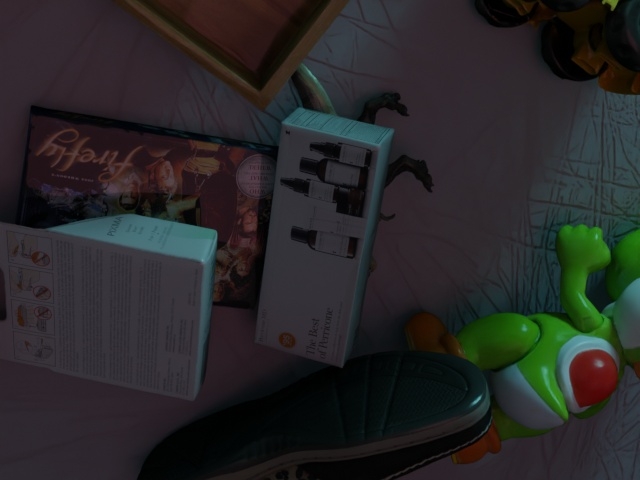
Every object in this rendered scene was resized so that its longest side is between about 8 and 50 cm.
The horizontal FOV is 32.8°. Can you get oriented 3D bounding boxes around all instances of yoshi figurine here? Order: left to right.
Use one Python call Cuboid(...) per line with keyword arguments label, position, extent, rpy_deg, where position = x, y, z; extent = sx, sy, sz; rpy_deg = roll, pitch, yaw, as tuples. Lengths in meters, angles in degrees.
Cuboid(label="yoshi figurine", position=(0.280, 0.092, 1.165), extent=(0.362, 0.203, 0.203), rpy_deg=(-20, 71, 7))

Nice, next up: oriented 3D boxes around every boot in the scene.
Cuboid(label="boot", position=(0.033, 0.283, 1.119), extent=(0.377, 0.138, 0.284), rpy_deg=(-21, 115, 15))

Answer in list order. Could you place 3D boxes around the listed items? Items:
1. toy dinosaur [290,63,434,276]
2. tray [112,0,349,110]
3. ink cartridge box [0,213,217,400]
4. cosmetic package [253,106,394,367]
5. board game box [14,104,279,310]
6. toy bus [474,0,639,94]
Cuboid(label="toy dinosaur", position=(0.040, -0.084, 1.081), extent=(0.118, 0.064, 0.268), rpy_deg=(-18, 107, -1))
Cuboid(label="tray", position=(-0.152, -0.315, 0.915), extent=(0.411, 0.076, 0.203), rpy_deg=(35, 105, -15))
Cuboid(label="ink cartridge box", position=(-0.215, 0.053, 1.030), extent=(0.225, 0.056, 0.181), rpy_deg=(12, 128, 4))
Cuboid(label="cosmetic package", position=(0.000, 0.000, 1.057), extent=(0.099, 0.060, 0.239), rpy_deg=(15, 116, 14))
Cuboid(label="board game box", position=(-0.168, -0.028, 1.054), extent=(0.243, 0.042, 0.165), rpy_deg=(8, 105, -16))
Cuboid(label="toy bus", position=(0.276, -0.275, 1.042), extent=(0.220, 0.149, 0.211), rpy_deg=(31, 85, -18))
